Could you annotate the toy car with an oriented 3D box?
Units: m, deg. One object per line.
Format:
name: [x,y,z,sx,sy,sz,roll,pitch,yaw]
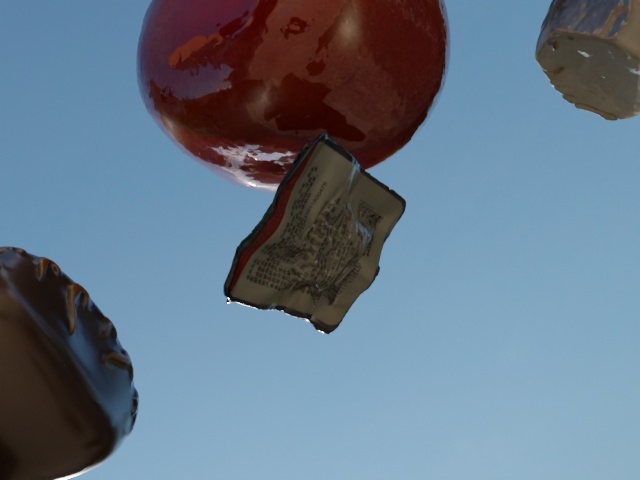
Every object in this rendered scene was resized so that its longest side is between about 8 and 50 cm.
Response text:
toy car: [-0.270,0.146,0.695,0.240,0.341,0.271,-28,-76,13]

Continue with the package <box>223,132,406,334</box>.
package: [0.000,0.000,0.965,0.166,0.040,0.232,-60,-30,2]

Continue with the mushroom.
mushroom: [0.201,-0.184,0.714,0.081,0.092,0.223,48,-139,-39]

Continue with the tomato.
tomato: [-0.029,-0.204,1.126,0.325,0.290,0.293,-14,-29,24]
